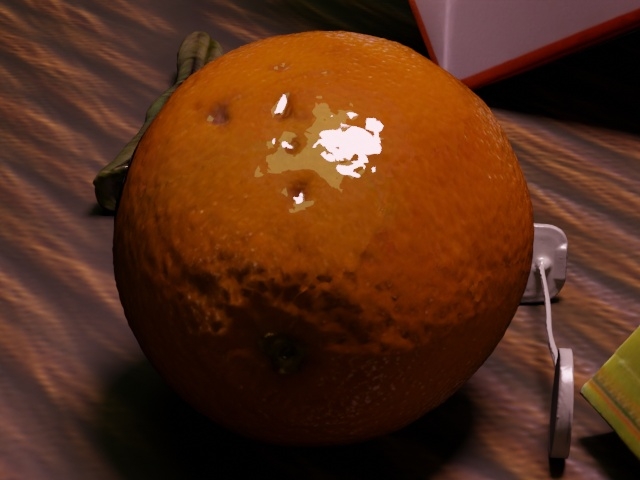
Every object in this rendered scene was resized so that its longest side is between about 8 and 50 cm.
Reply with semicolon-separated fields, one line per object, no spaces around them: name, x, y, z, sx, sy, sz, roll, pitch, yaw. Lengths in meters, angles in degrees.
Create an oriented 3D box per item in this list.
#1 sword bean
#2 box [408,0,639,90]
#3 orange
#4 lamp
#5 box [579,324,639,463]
sword bean;-0.097;-0.081;1.215;0.043;0.038;0.269;26;25;-4
box;0.221;-0.314;1.252;0.257;0.319;0.348;-23;2;-43
orange;0.000;0.000;0.854;0.206;0.206;0.206;0;24;0
lamp;0.100;0.045;0.921;0.056;0.050;0.198;4;23;1
box;0.259;0.000;0.786;0.043;0.311;0.173;39;7;-29
